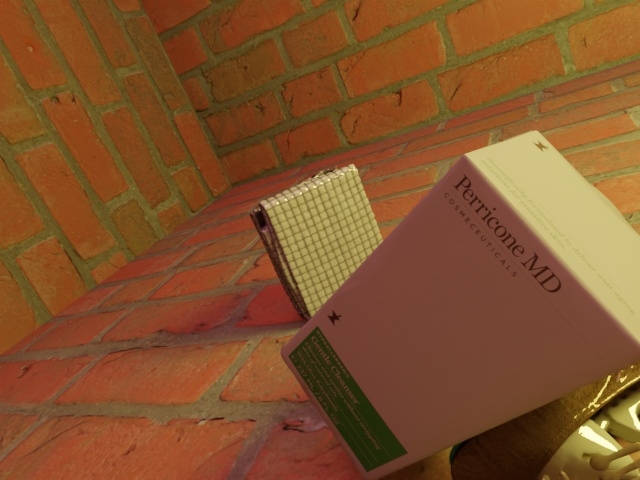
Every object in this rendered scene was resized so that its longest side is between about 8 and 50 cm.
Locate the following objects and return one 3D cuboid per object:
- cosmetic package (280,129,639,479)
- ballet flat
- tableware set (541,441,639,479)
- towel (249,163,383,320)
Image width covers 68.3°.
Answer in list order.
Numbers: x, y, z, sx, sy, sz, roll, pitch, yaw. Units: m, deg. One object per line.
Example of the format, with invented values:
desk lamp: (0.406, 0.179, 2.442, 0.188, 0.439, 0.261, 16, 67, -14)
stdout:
cosmetic package: (0.130, 0.088, 0.498, 0.155, 0.197, 0.365, -22, -23, -42)
ballet flat: (0.303, 0.185, 0.491, 0.343, 0.116, 0.124, -25, 38, -14)
tableware set: (0.239, 0.252, 0.412, 0.154, 0.104, 0.024, -32, -22, 10)
towel: (0.000, 0.000, 1.031, 0.235, 0.283, 0.121, -29, 19, -16)
